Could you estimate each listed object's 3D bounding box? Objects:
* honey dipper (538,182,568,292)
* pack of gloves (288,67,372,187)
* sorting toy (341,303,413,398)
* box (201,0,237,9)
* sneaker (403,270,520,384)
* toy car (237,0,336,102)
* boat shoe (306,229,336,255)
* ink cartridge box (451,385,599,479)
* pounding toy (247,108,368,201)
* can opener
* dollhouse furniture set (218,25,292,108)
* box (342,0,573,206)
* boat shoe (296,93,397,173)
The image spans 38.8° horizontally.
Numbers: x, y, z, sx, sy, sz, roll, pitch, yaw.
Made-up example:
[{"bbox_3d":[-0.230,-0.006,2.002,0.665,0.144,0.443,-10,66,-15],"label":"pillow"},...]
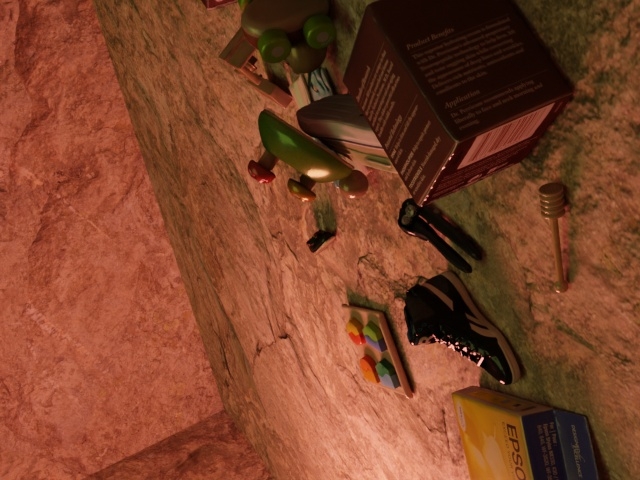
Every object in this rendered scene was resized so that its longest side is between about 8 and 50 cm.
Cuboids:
[{"bbox_3d":[0.300,0.002,1.152,0.030,0.030,0.160,39,150,54],"label":"honey dipper"},{"bbox_3d":[0.000,-0.205,1.688,0.232,0.046,0.195,65,162,2],"label":"pack of gloves"},{"bbox_3d":[0.112,0.233,1.923,0.208,0.038,0.193,9,121,68],"label":"sorting toy"},{"bbox_3d":[-0.184,-0.613,1.555,0.191,0.143,0.381,57,161,27],"label":"box"},{"bbox_3d":[0.208,0.159,1.440,0.217,0.121,0.079,56,160,28],"label":"sneaker"},{"bbox_3d":[-0.048,-0.327,1.536,0.188,0.149,0.155,78,171,-54],"label":"toy car"},{"bbox_3d":[-0.002,0.001,1.932,0.042,0.049,0.133,57,165,1],"label":"boat shoe"},{"bbox_3d":[0.329,0.399,1.427,0.307,0.072,0.303,180,78,-73],"label":"ink cartridge box"},{"bbox_3d":[-0.036,-0.122,1.553,0.183,0.110,0.237,36,-175,27],"label":"pounding toy"},{"bbox_3d":[0.187,-0.011,1.421,0.186,0.073,0.059,39,109,48],"label":"can opener"},{"bbox_3d":[-0.101,-0.362,1.801,0.151,0.123,0.144,36,-178,-36],"label":"dollhouse furniture set"},{"bbox_3d":[0.156,-0.184,1.092,0.203,0.168,0.167,61,161,17],"label":"box"},{"bbox_3d":[0.055,-0.172,1.489,0.302,0.109,0.094,29,143,58],"label":"boat shoe"}]
